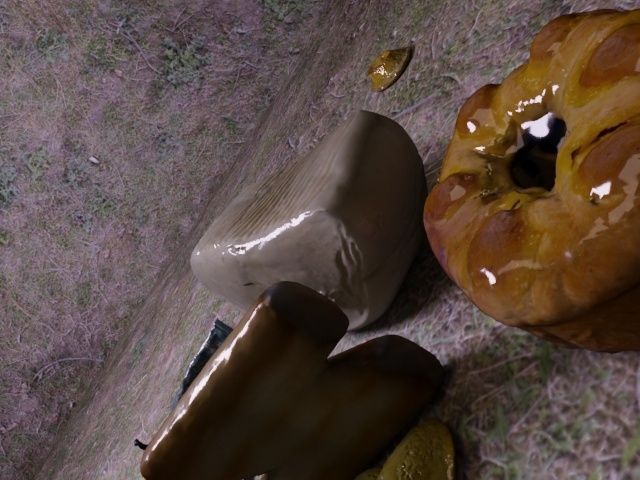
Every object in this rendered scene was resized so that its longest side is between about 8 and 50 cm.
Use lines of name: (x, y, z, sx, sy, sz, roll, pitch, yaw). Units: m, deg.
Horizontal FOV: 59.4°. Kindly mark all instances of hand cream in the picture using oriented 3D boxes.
hand cream: (-0.252, 0.291, 1.211, 0.247, 0.075, 0.052, -57, 26, 12)

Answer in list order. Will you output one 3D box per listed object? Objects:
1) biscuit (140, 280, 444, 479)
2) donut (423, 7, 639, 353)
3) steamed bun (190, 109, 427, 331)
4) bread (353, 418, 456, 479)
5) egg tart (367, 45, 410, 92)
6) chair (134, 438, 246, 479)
biscuit: (-0.030, 0.192, 0.614, 0.290, 0.237, 0.062, -55, 23, 17)
donut: (0.223, -0.056, 0.500, 0.299, 0.150, 0.317, -29, 36, 53)
steamed bun: (0.005, 0.002, 0.811, 0.384, 0.236, 0.247, -22, 31, 48)
bread: (0.063, 0.258, 0.557, 0.187, 0.065, 0.149, -65, 17, -12)
egg tart: (0.150, -0.398, 1.278, 0.129, 0.049, 0.128, -45, 25, 27)
chair: (-0.202, 0.404, 0.923, 0.213, 0.149, 0.174, -11, 29, 4)
